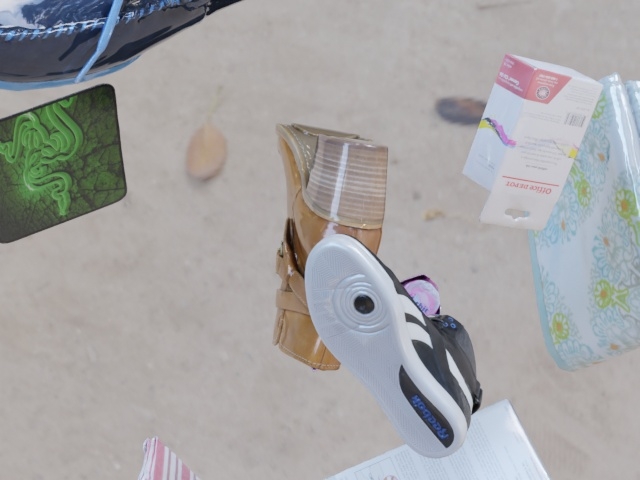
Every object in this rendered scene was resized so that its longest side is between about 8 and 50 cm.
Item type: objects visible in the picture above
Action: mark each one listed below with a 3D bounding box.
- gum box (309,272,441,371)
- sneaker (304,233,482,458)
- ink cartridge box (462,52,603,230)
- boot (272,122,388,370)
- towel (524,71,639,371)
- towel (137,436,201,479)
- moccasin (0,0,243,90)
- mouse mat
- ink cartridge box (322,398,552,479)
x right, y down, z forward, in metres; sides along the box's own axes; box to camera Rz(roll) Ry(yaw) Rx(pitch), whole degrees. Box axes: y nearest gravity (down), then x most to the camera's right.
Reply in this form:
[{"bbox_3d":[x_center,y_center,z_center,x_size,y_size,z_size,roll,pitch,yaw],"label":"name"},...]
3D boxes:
[{"bbox_3d":[0.062,0.102,1.645,0.188,0.107,0.062,-23,88,-4],"label":"gum box"},{"bbox_3d":[0.066,0.073,1.115,0.079,0.217,0.121,-23,15,27],"label":"sneaker"},{"bbox_3d":[0.250,-0.117,1.559,0.115,0.198,0.067,8,20,-33],"label":"ink cartridge box"},{"bbox_3d":[0.000,0.000,1.286,0.109,0.283,0.220,8,98,-18],"label":"boot"},{"bbox_3d":[0.403,-0.019,1.864,0.090,0.320,0.375,-5,75,-18],"label":"towel"},{"bbox_3d":[-0.180,0.370,1.788,0.029,0.197,0.144,-41,14,8],"label":"towel"},{"bbox_3d":[-0.100,-0.207,0.817,0.342,0.117,0.138,-36,86,-38],"label":"moccasin"},{"bbox_3d":[-0.276,-0.076,1.323,0.152,0.190,0.007,-23,57,-18],"label":"mouse mat"},{"bbox_3d":[0.141,0.301,1.386,0.232,0.066,0.189,-25,62,1],"label":"ink cartridge box"}]
